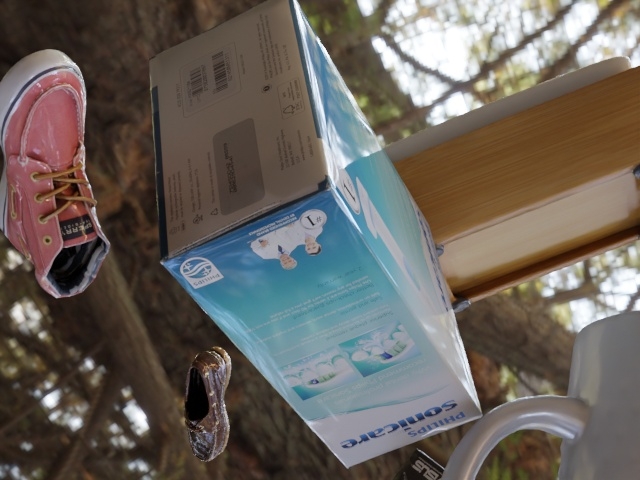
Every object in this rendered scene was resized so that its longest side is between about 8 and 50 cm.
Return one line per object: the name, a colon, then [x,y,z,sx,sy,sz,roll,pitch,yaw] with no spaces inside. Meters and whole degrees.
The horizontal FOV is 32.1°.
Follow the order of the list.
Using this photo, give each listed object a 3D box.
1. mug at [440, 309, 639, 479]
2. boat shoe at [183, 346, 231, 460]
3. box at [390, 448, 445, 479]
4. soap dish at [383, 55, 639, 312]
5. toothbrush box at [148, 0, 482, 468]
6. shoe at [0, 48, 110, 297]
mug: [0.266,0.236,0.828,0.374,0.276,0.328,12,-109,-5]
boat shoe: [-0.191,0.272,1.795,0.073,0.207,0.073,14,-154,24]
box: [0.127,0.358,1.219,0.183,0.056,0.231,-49,-146,-7]
soap dish: [0.205,-0.044,1.112,0.291,0.229,0.118,-22,-117,6]
toothbrush box: [0.000,0.000,0.844,0.126,0.295,0.216,-24,-134,13]
shoe: [-0.169,-0.037,0.723,0.063,0.178,0.081,-24,-115,-32]
